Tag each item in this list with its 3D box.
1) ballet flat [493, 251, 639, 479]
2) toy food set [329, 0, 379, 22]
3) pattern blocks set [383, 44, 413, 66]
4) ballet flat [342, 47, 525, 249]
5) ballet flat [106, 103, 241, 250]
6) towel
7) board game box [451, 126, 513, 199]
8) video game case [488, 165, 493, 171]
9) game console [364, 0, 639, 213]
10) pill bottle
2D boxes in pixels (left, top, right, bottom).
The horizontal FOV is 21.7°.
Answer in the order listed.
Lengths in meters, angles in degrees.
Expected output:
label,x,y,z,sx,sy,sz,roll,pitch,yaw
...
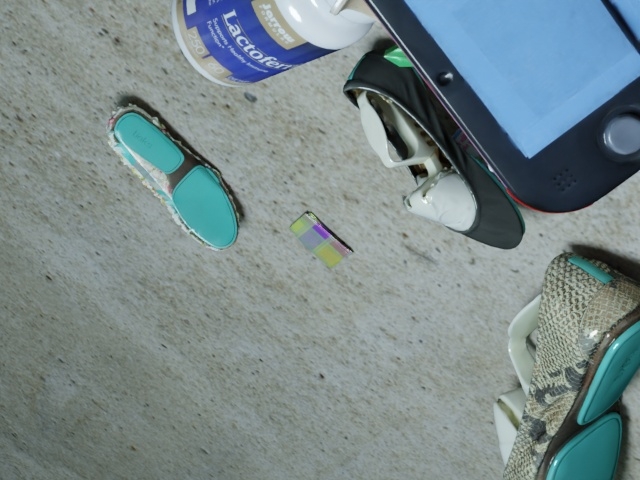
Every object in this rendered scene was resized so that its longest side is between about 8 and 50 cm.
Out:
label,x,y,z,sx,sy,sz,roll,pitch,yaw
ballet flat,0.300,0.197,2.087,0.182,0.164,0.483,42,145,32
toy food set,0.194,-0.229,1.610,0.306,0.092,0.220,29,121,-14
pattern blocks set,0.146,-0.312,1.632,0.285,0.026,0.325,10,123,-1
ballet flat,0.118,-0.087,1.896,0.280,0.096,0.095,53,147,0
ballet flat,-0.195,-0.088,2.238,0.241,0.091,0.077,51,173,-12
towel,0.000,0.000,2.214,0.083,0.009,0.060,42,145,-6
board game box,0.205,-0.104,1.909,0.103,0.026,0.154,38,145,-2
video game case,0.243,-0.161,1.785,0.183,0.023,0.201,1,125,31
game console,0.236,-0.246,1.536,0.342,0.060,0.386,-35,109,13
pill bottle,-0.030,-0.269,1.815,0.264,0.153,0.153,-15,120,48
